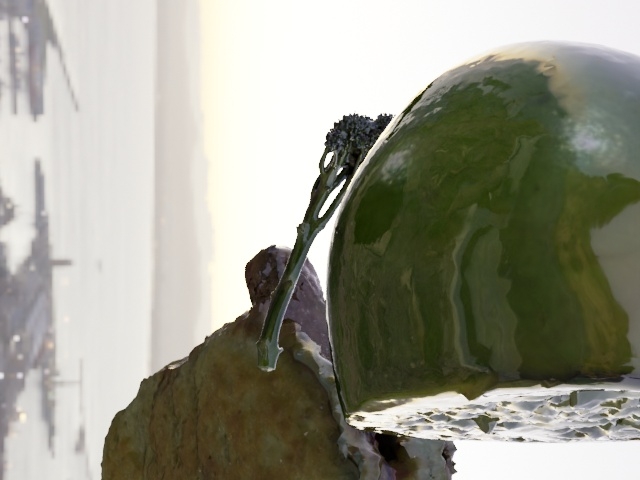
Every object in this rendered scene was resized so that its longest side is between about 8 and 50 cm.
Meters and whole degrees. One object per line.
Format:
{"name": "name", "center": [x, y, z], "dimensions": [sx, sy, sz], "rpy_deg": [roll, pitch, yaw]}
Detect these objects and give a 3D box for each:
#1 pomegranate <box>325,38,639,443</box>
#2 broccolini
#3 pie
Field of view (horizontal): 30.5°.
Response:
{"name": "pomegranate", "center": [0.105, 0.009, 0.507], "dimensions": [0.241, 0.190, 0.159], "rpy_deg": [44, 44, -63]}
{"name": "broccolini", "center": [-0.001, -0.002, 0.803], "dimensions": [0.052, 0.054, 0.194], "rpy_deg": [-135, -114, -72]}
{"name": "pie", "center": [-0.063, 0.263, 1.206], "dimensions": [0.418, 0.180, 0.395], "rpy_deg": [-50, -131, 26]}
